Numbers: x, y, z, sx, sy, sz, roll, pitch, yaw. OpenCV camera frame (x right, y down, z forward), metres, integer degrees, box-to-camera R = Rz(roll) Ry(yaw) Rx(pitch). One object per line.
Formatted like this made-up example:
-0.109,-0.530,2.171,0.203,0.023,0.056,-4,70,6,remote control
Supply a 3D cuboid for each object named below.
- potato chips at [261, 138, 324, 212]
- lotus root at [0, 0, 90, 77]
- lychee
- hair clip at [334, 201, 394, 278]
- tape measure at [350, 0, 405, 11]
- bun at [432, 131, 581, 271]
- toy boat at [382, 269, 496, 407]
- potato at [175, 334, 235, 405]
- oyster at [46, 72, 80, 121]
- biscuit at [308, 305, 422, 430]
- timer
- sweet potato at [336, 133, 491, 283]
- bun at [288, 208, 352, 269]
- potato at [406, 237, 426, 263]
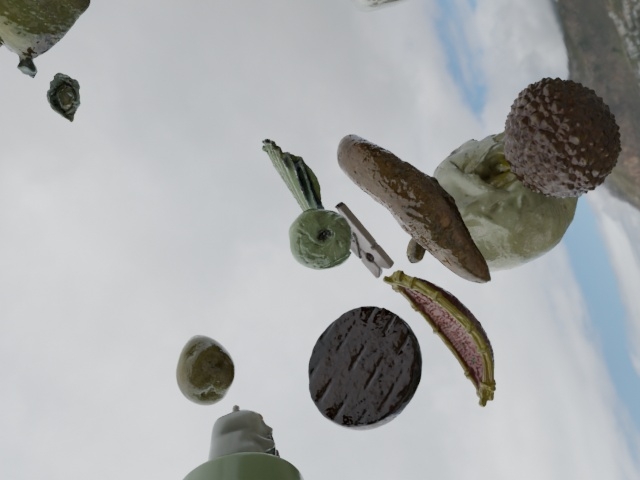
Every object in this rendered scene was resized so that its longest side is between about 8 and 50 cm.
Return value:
-0.087,-0.213,1.898,0.358,0.070,0.429,42,165,50,potato chips
-0.239,-0.198,0.288,0.203,0.183,0.078,46,-173,2,lotus root
0.418,-0.170,0.858,0.238,0.200,0.200,50,-142,-32,lychee
0.152,0.000,1.952,0.331,0.101,0.085,51,-156,4,hair clip
0.085,-0.511,0.779,0.258,0.130,0.265,-102,-4,-55,tape measure
0.381,-0.103,1.101,0.219,0.365,0.365,45,-140,-39,bun
0.259,0.176,0.997,0.099,0.141,0.318,-31,-106,-23,toy boat
-0.314,0.341,1.332,0.157,0.157,0.194,41,-173,-35,potato
-0.653,-0.369,1.252,0.100,0.037,0.098,-56,-41,-1,oyster
0.144,0.412,1.600,0.091,0.407,0.408,44,-139,-43,biscuit
-0.160,0.485,1.000,0.291,0.290,0.315,47,-165,-29,timer
0.150,-0.062,0.774,0.341,0.092,0.114,46,177,12,sweet potato
-0.003,0.000,1.592,0.221,0.221,0.108,63,-169,-8,bun
0.259,0.023,1.320,0.040,0.051,0.083,-34,-43,-70,potato
